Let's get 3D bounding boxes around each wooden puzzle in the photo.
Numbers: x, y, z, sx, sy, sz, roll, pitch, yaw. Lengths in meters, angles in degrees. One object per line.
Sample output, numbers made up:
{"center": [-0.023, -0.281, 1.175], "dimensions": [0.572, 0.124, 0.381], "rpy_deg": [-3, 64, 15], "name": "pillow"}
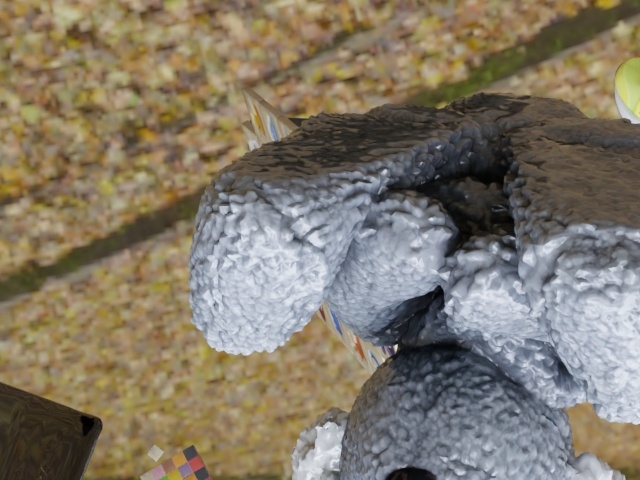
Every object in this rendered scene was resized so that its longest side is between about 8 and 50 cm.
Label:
{"center": [-0.108, 0.194, 1.070], "dimensions": [0.049, 0.083, 0.006], "rpy_deg": [-31, 161, 2], "name": "wooden puzzle"}

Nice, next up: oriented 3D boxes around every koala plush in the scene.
{"center": [0.065, 0.061, 0.591], "dimensions": [0.196, 0.221, 0.203], "rpy_deg": [8, -158, 18], "name": "koala plush"}

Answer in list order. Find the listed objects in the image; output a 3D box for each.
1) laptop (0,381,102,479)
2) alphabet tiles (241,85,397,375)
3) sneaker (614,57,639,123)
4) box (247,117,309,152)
{"center": [-0.289, 0.325, 1.197], "dimensions": [0.236, 0.382, 0.408], "rpy_deg": [18, 169, 16], "name": "laptop"}
{"center": [0.000, 0.000, 1.380], "dimensions": [0.011, 0.285, 0.342], "rpy_deg": [-24, -153, -12], "name": "alphabet tiles"}
{"center": [0.355, -0.130, 1.279], "dimensions": [0.081, 0.208, 0.094], "rpy_deg": [-26, 134, -20], "name": "sneaker"}
{"center": [0.067, -0.037, 1.676], "dimensions": [0.307, 0.076, 0.242], "rpy_deg": [1, 139, 0], "name": "box"}
